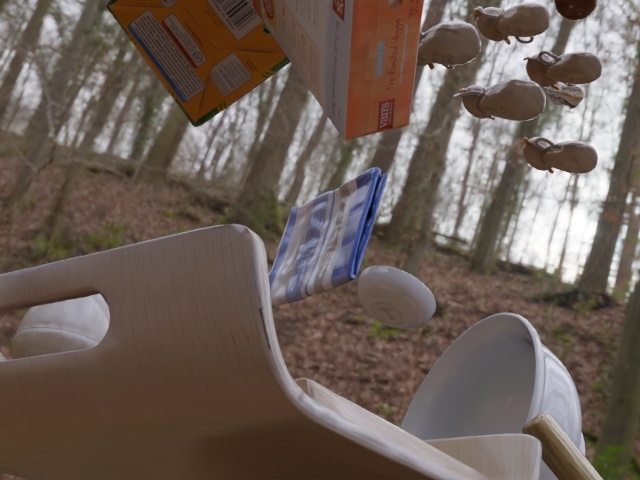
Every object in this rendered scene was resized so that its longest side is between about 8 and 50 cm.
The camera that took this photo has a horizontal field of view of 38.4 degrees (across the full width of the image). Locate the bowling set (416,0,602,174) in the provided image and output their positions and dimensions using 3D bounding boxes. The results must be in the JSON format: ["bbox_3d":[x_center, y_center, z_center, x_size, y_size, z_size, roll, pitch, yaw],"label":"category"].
[{"bbox_3d":[0.264,-0.228,1.156,0.287,0.200,0.154,42,-8,-20],"label":"bowling set"}]

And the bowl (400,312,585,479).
[{"bbox_3d":[0.210,0.245,1.070,0.134,0.297,0.298,28,-22,-13],"label":"bowl"}]

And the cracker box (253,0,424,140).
[{"bbox_3d":[0.007,-0.218,0.790,0.067,0.232,0.155,-14,-43,-17],"label":"cracker box"}]

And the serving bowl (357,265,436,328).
[{"bbox_3d":[0.071,0.062,0.915,0.083,0.027,0.083,21,-33,14],"label":"serving bowl"}]

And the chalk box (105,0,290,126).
[{"bbox_3d":[-0.086,-0.300,1.129,0.179,0.289,0.180,-28,-76,32],"label":"chalk box"}]

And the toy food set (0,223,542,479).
[{"bbox_3d":[-0.037,0.087,0.489,0.220,0.092,0.306,-12,-30,30],"label":"toy food set"}]

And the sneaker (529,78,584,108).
[{"bbox_3d":[0.346,-0.218,1.360,0.083,0.032,0.037,25,-30,5],"label":"sneaker"}]

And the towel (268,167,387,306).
[{"bbox_3d":[0.000,0.000,1.547,0.034,0.209,0.285,28,-25,-23],"label":"towel"}]

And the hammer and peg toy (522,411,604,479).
[{"bbox_3d":[0.098,0.287,0.585,0.361,0.265,0.127,-26,-20,2],"label":"hammer and peg toy"}]
